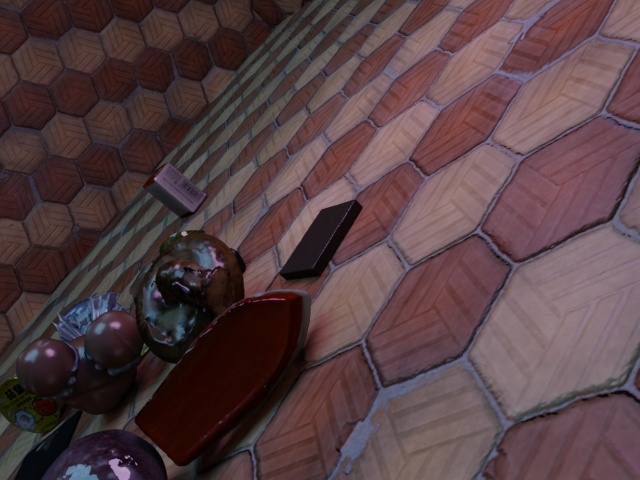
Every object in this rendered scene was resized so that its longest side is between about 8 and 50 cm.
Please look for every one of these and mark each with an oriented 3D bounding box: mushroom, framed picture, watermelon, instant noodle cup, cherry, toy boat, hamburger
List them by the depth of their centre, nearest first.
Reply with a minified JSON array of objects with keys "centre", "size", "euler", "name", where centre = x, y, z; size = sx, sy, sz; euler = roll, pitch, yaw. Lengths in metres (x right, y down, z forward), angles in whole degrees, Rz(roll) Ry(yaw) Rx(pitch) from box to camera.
[{"centre":[-0.334,0.399,1.085],"size":[0.266,0.183,0.213],"euler":[3,60,44],"name":"cherry"},{"centre":[-0.138,0.201,1.133],"size":[0.332,0.145,0.133],"euler":[-47,-7,1],"name":"toy boat"},{"centre":[0.000,0.000,1.363],"size":[0.128,0.023,0.168],"euler":[-13,40,58],"name":"framed picture"},{"centre":[-0.251,0.116,1.402],"size":[0.263,0.195,0.283],"euler":[-62,17,-15],"name":"mushroom"},{"centre":[-0.695,0.581,1.703],"size":[0.244,0.013,0.324],"euler":[-39,22,20],"name":"framed picture"},{"centre":[-0.761,0.408,1.932],"size":[0.182,0.182,0.144],"euler":[-38,13,23],"name":"instant noodle cup"},{"centre":[-0.418,0.032,2.101],"size":[0.163,0.087,0.069],"euler":[-39,59,28],"name":"watermelon"},{"centre":[-0.539,0.123,2.161],"size":[0.121,0.054,0.084],"euler":[-49,21,17],"name":"hamburger"}]

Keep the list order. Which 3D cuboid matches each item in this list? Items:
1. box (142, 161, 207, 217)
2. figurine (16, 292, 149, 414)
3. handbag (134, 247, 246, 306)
[{"centre":[-0.496,-0.172,2.424],"size":[0.099,0.182,0.133],"euler":[-57,20,-23],"name":"box"},{"centre":[-0.534,0.257,1.676],"size":[0.276,0.248,0.388],"euler":[-25,22,-8],"name":"figurine"},{"centre":[-0.317,0.096,1.668],"size":[0.244,0.088,0.275],"euler":[-40,20,-20],"name":"handbag"}]
